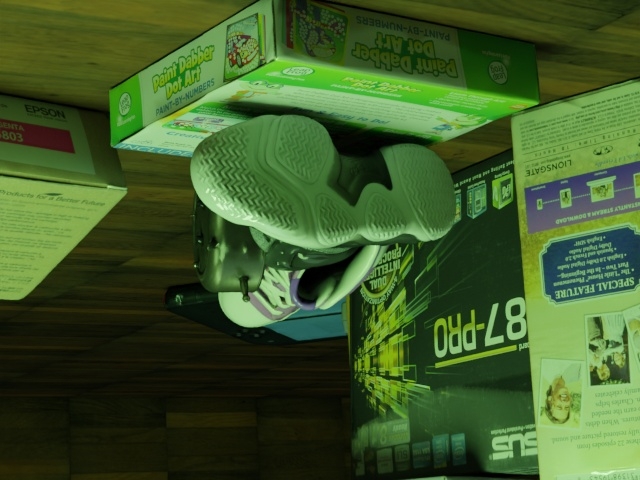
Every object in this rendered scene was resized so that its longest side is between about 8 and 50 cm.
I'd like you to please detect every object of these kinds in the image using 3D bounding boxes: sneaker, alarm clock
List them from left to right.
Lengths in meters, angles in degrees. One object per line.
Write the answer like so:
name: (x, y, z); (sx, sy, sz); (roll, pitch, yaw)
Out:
alarm clock: (-0.095, -0.019, 1.446); (0.064, 0.129, 0.192); (1, -165, -11)
sneaker: (-0.025, -0.027, 1.187); (0.269, 0.101, 0.153); (5, 163, -44)
sneaker: (-0.029, 0.029, 1.463); (0.282, 0.102, 0.161); (-40, -169, 38)

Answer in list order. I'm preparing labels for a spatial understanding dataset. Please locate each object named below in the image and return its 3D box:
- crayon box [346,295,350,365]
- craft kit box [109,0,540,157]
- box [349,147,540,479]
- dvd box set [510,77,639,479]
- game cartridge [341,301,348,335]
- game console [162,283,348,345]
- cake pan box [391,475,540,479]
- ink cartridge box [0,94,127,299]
crayon box: (0.159, 0.081, 1.779); (0.083, 0.203, 0.323); (5, 166, -36)
craft kit box: (-0.001, -0.113, 1.165); (0.250, 0.061, 0.247); (5, 168, -36)
box: (0.165, 0.089, 1.540); (0.097, 0.318, 0.395); (5, 167, -30)
dvd box set: (0.311, 0.066, 1.211); (0.308, 0.420, 0.062); (-14, 164, 40)
game cartridge: (0.220, 0.108, 2.068); (0.355, 0.068, 0.230); (-9, 168, 9)
game console: (0.011, 0.096, 2.169); (0.387, 0.060, 0.342); (-9, 167, 22)
cake pan box: (0.124, 0.290, 1.554); (0.246, 0.070, 0.267); (12, 162, -38)
ink cartridge box: (-0.312, -0.038, 1.224); (0.235, 0.088, 0.193); (8, 143, -41)
